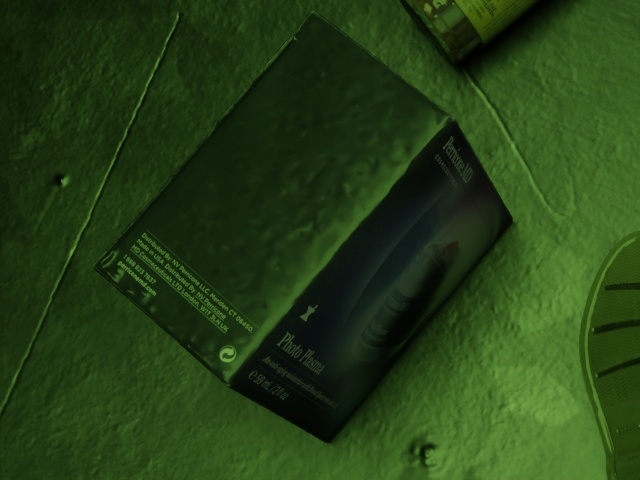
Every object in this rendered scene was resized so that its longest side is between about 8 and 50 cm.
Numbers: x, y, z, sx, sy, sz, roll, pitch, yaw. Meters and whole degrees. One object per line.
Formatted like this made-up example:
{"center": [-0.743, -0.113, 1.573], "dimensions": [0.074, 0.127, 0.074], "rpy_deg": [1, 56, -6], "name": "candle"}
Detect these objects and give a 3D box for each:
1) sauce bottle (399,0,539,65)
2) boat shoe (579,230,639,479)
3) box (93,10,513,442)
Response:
{"center": [0.233, -0.320, 1.560], "dimensions": [0.344, 0.111, 0.111], "rpy_deg": [-39, 68, 1], "name": "sauce bottle"}
{"center": [0.302, 0.145, 1.407], "dimensions": [0.113, 0.103, 0.302], "rpy_deg": [-7, 73, 28], "name": "boat shoe"}
{"center": [0.000, 0.000, 1.434], "dimensions": [0.182, 0.296, 0.294], "rpy_deg": [39, 88, 23], "name": "box"}
